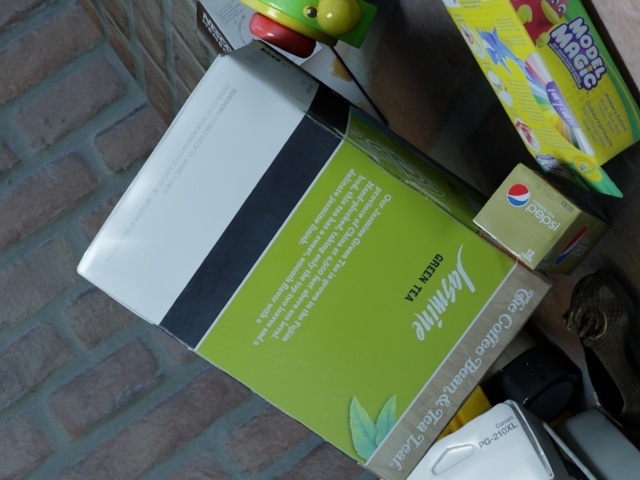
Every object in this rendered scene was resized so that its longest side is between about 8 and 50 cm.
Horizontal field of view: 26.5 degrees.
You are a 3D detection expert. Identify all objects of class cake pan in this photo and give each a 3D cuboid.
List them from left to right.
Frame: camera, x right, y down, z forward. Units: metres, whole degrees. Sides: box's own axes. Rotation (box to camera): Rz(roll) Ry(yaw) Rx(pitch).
[{"bbox_3d":[0.334,0.272,1.321,0.293,0.054,0.293,47,-177,-3],"label":"cake pan"}]

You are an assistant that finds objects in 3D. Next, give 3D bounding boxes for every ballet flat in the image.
[{"bbox_3d":[0.267,0.114,1.282,0.084,0.058,0.250,47,169,35],"label":"ballet flat"}]

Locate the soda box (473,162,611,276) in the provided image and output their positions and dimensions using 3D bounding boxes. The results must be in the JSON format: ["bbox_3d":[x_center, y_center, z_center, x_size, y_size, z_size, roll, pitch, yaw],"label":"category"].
[{"bbox_3d":[0.180,-0.013,1.077,0.061,0.058,0.181,41,-169,17],"label":"soda box"}]

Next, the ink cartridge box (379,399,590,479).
[{"bbox_3d":[0.198,0.279,1.460,0.237,0.172,0.100,36,-157,-54],"label":"ink cartridge box"}]

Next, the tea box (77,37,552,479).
[{"bbox_3d":[0.000,0.000,1.214,0.323,0.220,0.329,35,-170,-6],"label":"tea box"}]

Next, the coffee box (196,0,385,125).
[{"bbox_3d":[-0.039,-0.193,1.607,0.246,0.098,0.141,55,170,3],"label":"coffee box"}]

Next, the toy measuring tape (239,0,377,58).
[{"bbox_3d":[-0.041,-0.257,1.369,0.121,0.121,0.330,60,173,-25],"label":"toy measuring tape"}]

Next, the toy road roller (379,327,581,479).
[{"bbox_3d":[0.152,0.206,1.595,0.202,0.240,0.329,49,168,32],"label":"toy road roller"}]

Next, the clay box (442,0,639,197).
[{"bbox_3d":[0.159,-0.138,0.996,0.222,0.053,0.127,57,172,-16],"label":"clay box"}]
